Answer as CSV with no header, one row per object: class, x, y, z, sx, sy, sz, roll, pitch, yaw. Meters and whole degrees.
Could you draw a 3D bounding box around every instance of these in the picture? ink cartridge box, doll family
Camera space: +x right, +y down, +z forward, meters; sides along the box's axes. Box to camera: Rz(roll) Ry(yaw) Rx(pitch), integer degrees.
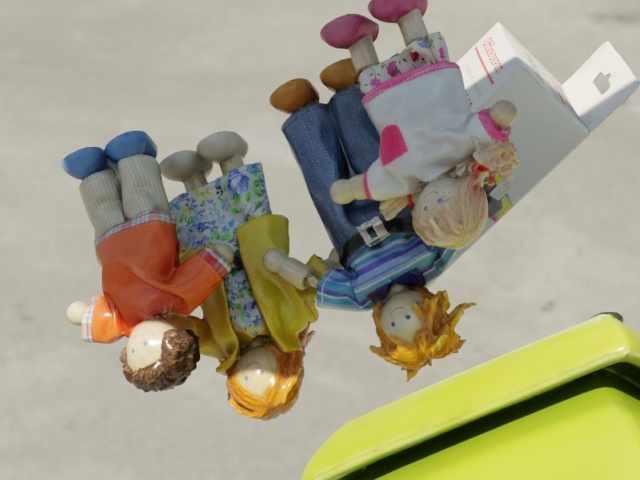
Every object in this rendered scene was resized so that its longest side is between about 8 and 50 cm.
ink cartridge box,0.091,-0.059,1.104,0.061,0.181,0.104,43,12,-16
doll family,0.000,0.000,0.977,0.263,0.163,0.118,-27,-25,19

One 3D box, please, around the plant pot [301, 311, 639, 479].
plant pot,0.128,0.174,0.940,0.228,0.207,0.227,-26,-34,29
